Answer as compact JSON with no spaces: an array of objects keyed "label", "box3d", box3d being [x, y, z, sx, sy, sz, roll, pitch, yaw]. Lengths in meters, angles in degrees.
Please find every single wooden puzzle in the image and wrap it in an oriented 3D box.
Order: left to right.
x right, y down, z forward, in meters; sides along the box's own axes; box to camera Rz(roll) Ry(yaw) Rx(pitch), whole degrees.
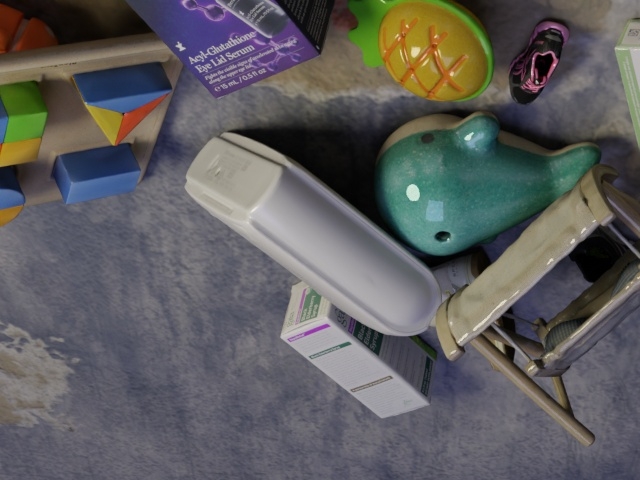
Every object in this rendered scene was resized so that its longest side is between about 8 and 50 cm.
[{"label":"wooden puzzle","box3d":[-0.321,-0.110,1.510,0.322,0.080,0.348,-14,158,-29]}]

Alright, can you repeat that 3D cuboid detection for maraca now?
[{"label":"maraca","box3d":[0.108,-0.217,1.408,0.186,0.099,0.127,24,135,26]}]

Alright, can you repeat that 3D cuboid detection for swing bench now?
[{"label":"swing bench","box3d":[0.304,0.063,1.510,0.255,0.165,0.253,34,116,-25]}]

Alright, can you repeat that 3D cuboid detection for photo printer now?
[{"label":"photo printer","box3d":[0.000,0.000,1.591,0.307,0.107,0.256,38,176,-26]}]

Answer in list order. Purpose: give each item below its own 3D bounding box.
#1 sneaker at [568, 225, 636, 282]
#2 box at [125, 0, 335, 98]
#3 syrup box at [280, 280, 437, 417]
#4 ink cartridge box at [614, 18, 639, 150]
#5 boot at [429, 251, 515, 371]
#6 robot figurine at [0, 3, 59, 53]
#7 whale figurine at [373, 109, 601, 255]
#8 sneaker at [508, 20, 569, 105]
[{"label":"sneaker","box3d":[0.373,0.031,1.643,0.170,0.074,0.063,34,136,-24]},{"label":"box","box3d":[-0.106,-0.276,1.380,0.153,0.108,0.207,-19,131,33]},{"label":"syrup box","box3d":[0.058,0.151,1.852,0.096,0.093,0.237,-23,129,35]},{"label":"ink cartridge box","box3d":[0.450,-0.157,1.375,0.235,0.056,0.171,8,143,33]},{"label":"boot","box3d":[0.176,0.108,1.786,0.165,0.077,0.213,-8,131,22]},{"label":"robot figurine","box3d":[-0.403,-0.223,1.508,0.219,0.128,0.158,20,130,-11]},{"label":"whale figurine","box3d":[0.198,-0.056,1.535,0.272,0.141,0.216,1,139,7]},{"label":"sneaker","box3d":[0.240,-0.188,1.435,0.047,0.057,0.119,13,142,-4]}]
